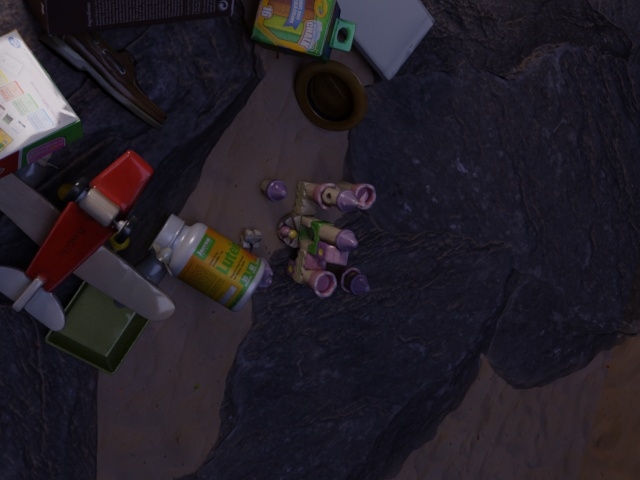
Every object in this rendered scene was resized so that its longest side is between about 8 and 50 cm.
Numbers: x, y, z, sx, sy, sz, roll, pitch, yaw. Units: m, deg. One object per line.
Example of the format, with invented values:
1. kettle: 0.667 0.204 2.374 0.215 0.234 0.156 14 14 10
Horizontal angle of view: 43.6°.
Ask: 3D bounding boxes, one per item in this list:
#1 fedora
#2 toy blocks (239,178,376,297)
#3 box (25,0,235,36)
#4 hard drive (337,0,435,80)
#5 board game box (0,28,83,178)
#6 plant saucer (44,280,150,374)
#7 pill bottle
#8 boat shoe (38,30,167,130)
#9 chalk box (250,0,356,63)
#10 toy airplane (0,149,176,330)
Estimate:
1. fedora: 0.034 -0.361 1.936 0.194 0.194 0.079 61 33 -29
2. toy blocks: 0.000 0.000 1.926 0.308 0.260 0.289 2 103 -33
3. box: -0.378 -0.520 1.569 0.381 0.191 0.143 -17 136 -28
4. hard drive: 0.131 -0.569 1.942 0.307 0.040 0.203 43 79 -34
5. board game box: -0.646 -0.227 1.491 0.316 0.064 0.242 -32 76 -21
6. plant saucer: -0.494 0.180 1.794 0.188 0.045 0.188 37 82 -34
7. pill bottle: -0.260 0.046 1.819 0.245 0.136 0.136 33 85 -12
8. boat shoe: -0.423 -0.352 1.652 0.307 0.110 0.104 41 82 -34
9. chalk box: -0.030 -0.480 1.792 0.212 0.132 0.133 14 96 6
10. toy airplane: -0.495 -0.009 1.641 0.384 0.272 0.386 -1 118 8
